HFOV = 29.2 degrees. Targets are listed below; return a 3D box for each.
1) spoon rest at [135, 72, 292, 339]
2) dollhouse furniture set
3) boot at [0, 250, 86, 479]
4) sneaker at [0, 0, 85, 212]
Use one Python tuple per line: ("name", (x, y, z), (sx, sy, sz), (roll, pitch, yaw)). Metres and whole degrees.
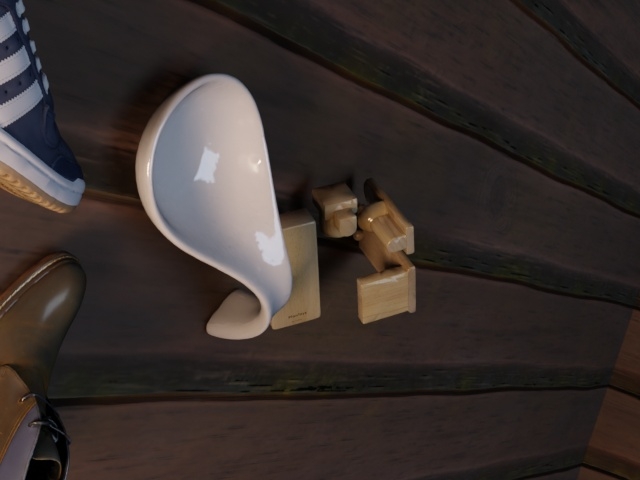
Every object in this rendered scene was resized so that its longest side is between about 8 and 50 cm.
("spoon rest", (-0.077, -0.016, 1.009), (0.137, 0.084, 0.276), (-53, 148, -31))
("dollhouse furniture set", (0.000, 0.000, 1.218), (0.151, 0.123, 0.144), (-15, 127, -16))
("boot", (-0.197, 0.116, 0.851), (0.219, 0.106, 0.082), (-62, 151, -15))
("sneaker", (-0.198, -0.130, 0.705), (0.153, 0.099, 0.282), (-63, 148, -11))
